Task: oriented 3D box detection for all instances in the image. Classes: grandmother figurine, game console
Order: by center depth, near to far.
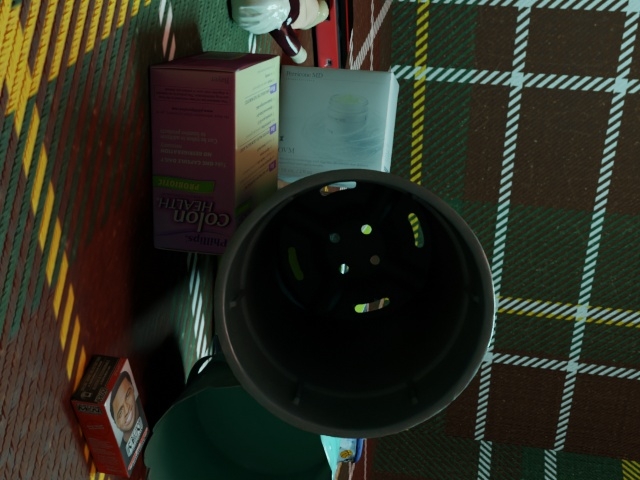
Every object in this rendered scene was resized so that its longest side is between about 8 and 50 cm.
[{"bbox_3d":[-0.070,-0.407,1.530,0.208,0.104,0.342,66,20,-8],"label":"grandmother figurine"},{"bbox_3d":[0.032,-0.594,2.085,0.342,0.060,0.386,-81,171,-45],"label":"game console"}]

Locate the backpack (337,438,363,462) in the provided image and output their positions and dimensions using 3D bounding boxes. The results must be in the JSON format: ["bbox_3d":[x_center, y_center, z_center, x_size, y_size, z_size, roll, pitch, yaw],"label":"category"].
[{"bbox_3d":[0.029,0.378,2.019,0.263,0.213,0.276,-97,-177,-50],"label":"backpack"}]

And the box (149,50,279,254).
[{"bbox_3d":[-0.140,-0.129,1.224,0.213,0.117,0.243,-55,148,-69],"label":"box"}]

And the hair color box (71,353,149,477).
[{"bbox_3d":[-0.244,0.208,1.043,0.072,0.043,0.141,-72,163,-45],"label":"hair color box"}]

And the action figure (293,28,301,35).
[{"bbox_3d":[-0.048,-0.470,1.772,0.038,0.030,0.115,-65,157,-47],"label":"action figure"}]

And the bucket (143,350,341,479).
[{"bbox_3d":[-0.098,0.288,1.276,0.183,0.281,0.281,-60,154,-68],"label":"bucket"}]

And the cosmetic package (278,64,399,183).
[{"bbox_3d":[0.031,-0.225,1.781,0.138,0.224,0.224,17,78,-79],"label":"cosmetic package"}]

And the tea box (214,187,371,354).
[{"bbox_3d":[-0.038,0.088,1.595,0.329,0.220,0.323,-45,140,-74],"label":"tea box"}]

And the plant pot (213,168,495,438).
[{"bbox_3d":[0.047,0.048,1.230,0.334,0.341,0.341,-78,172,-78],"label":"plant pot"}]
